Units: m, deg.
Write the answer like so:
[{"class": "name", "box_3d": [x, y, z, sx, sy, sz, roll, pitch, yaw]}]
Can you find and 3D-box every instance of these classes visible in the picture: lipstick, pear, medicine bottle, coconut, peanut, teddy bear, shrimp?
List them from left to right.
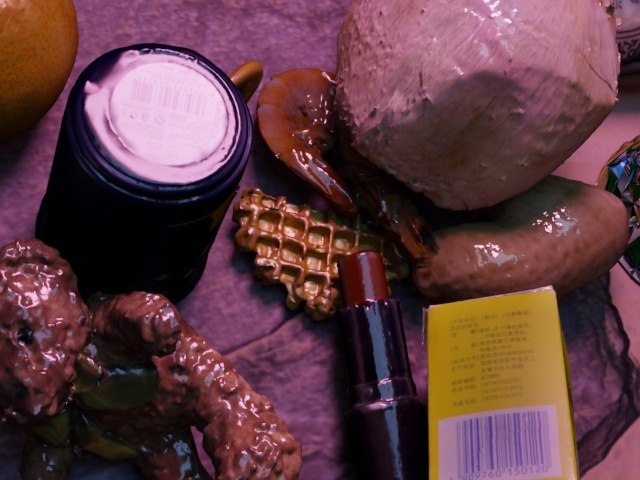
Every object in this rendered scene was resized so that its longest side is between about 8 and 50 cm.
[{"class": "pear", "box_3d": [-0.334, -0.201, 1.177, 0.208, 0.209, 0.209, 7, 65, -15]}, {"class": "teddy bear", "box_3d": [-0.185, 0.145, 1.056, 0.222, 0.246, 0.296, -6, 55, -49]}, {"class": "shrimp", "box_3d": [0.023, -0.082, 1.287, 0.152, 0.063, 0.287, -4, 51, -31]}, {"class": "lipstick", "box_3d": [0.061, 0.156, 1.194, 0.081, 0.081, 0.300, -5, 76, -20]}, {"class": "coconut", "box_3d": [0.167, -0.198, 1.263, 0.297, 0.254, 0.297, 26, 36, -21]}, {"class": "medicine bottle", "box_3d": [0.172, 0.180, 1.136, 0.141, 0.137, 0.250, -10, 42, 15]}, {"class": "peanut", "box_3d": [0.218, 0.009, 1.309, 0.253, 0.122, 0.137, -26, 74, -22]}]

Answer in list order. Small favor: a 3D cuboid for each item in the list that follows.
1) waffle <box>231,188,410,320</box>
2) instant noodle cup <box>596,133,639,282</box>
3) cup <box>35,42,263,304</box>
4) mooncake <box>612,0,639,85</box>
[{"class": "waffle", "box_3d": [0.000, 0.000, 1.281, 0.192, 0.046, 0.160, 44, 62, 3]}, {"class": "instant noodle cup", "box_3d": [0.459, -0.059, 1.382, 0.240, 0.178, 0.240, 7, 65, -16]}, {"class": "cup", "box_3d": [-0.159, -0.091, 1.151, 0.178, 0.256, 0.255, 16, 61, -10]}, {"class": "mooncake", "box_3d": [0.333, -0.308, 1.481, 0.250, 0.136, 0.255, -1, 66, -15]}]
